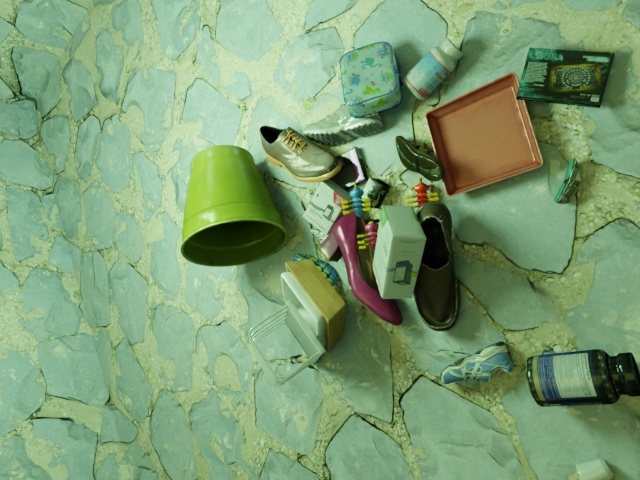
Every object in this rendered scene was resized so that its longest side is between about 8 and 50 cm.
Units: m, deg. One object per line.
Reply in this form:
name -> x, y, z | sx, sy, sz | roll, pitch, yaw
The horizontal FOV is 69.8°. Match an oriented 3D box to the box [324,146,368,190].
box -> 0.073, -0.223, 1.518 | 0.162, 0.029, 0.115 | -22, 78, 34

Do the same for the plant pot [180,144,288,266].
plant pot -> -0.329, -0.138, 1.653 | 0.367, 0.367, 0.352 | -30, 61, 33

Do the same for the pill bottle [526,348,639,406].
pill bottle -> 0.610, 0.320, 1.067 | 0.219, 0.123, 0.122 | -18, 80, 35

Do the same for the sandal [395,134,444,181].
sandal -> 0.291, -0.241, 1.323 | 0.219, 0.060, 0.089 | 44, 153, 48

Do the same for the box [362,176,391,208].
box -> 0.167, -0.147, 1.427 | 0.052, 0.062, 0.083 | 37, 112, 29

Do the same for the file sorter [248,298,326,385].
file sorter -> -0.119, 0.345, 1.480 | 0.192, 0.173, 0.277 | 53, 162, 14

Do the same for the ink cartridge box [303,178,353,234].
ink cartridge box -> 0.026, -0.108, 1.510 | 0.109, 0.063, 0.150 | 39, 121, 16

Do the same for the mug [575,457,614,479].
mug -> 0.657, 0.551, 1.086 | 0.064, 0.078, 0.062 | -40, 35, 21

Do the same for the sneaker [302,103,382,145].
sneaker -> 0.072, -0.385, 1.488 | 0.282, 0.105, 0.115 | -5, 74, 29

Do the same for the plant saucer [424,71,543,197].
plant saucer -> 0.436, -0.274, 1.234 | 0.259, 0.048, 0.258 | -19, 79, 36

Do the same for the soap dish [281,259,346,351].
soap dish -> -0.019, 0.207, 1.462 | 0.229, 0.118, 0.290 | 50, 161, 26

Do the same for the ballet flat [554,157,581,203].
ballet flat -> 0.610, -0.142, 1.117 | 0.041, 0.041, 0.114 | 25, 106, 34

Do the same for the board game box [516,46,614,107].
board game box -> 0.585, -0.394, 1.103 | 0.186, 0.026, 0.126 | 15, 93, 24

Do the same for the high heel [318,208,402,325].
high heel -> 0.156, 0.076, 1.408 | 0.377, 0.127, 0.181 | 48, 111, 21

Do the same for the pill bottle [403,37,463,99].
pill bottle -> 0.318, -0.484, 1.293 | 0.160, 0.087, 0.087 | -44, 66, 30

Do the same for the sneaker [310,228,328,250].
sneaker -> 0.000, 0.000, 1.569 | 0.098, 0.038, 0.069 | 19, 101, 36

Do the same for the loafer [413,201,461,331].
loafer -> 0.302, 0.081, 1.255 | 0.134, 0.130, 0.365 | -6, 97, 21

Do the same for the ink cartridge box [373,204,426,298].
ink cartridge box -> 0.207, 0.032, 1.247 | 0.154, 0.093, 0.212 | -97, 11, -54

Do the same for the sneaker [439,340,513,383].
sneaker -> 0.416, 0.350, 1.239 | 0.211, 0.080, 0.081 | -38, 66, 32

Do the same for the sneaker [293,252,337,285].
sneaker -> -0.018, 0.107, 1.579 | 0.188, 0.067, 0.078 | 27, 128, 32

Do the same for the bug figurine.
bug figurine -> 0.209, -0.073, 1.362 | 0.279, 0.072, 0.216 | -2, 100, 15

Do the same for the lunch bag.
lunch bag -> 0.154, -0.478, 1.369 | 0.176, 0.090, 0.218 | -13, 64, 18

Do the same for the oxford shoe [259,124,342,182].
oxford shoe -> -0.083, -0.296, 1.528 | 0.364, 0.132, 0.130 | 25, 67, 39
